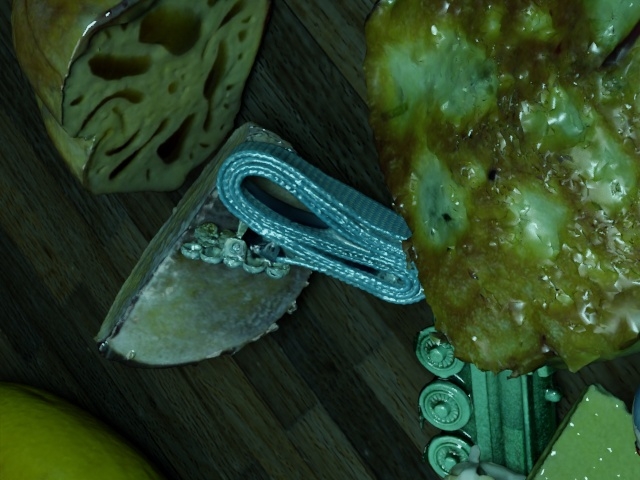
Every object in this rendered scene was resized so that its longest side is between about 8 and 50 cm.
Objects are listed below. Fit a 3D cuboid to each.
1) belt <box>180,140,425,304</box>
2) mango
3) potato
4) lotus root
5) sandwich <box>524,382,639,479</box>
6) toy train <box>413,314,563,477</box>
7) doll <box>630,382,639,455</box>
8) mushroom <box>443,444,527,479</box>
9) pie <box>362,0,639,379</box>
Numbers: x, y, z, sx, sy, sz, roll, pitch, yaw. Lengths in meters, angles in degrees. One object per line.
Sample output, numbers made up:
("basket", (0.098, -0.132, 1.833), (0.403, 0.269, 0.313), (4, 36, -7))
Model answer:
("belt", (-0.001, 0.002, 0.952), (0.179, 0.065, 0.100), (27, 112, 2))
("mango", (-0.273, 0.297, 1.316), (0.445, 0.220, 0.301), (34, 137, 40))
("potato", (-0.070, 0.003, 1.071), (0.120, 0.100, 0.261), (30, 120, -17))
("lotus root", (-0.165, -0.156, 0.981), (0.180, 0.199, 0.188), (40, 119, 24))
("sandwich", (0.161, 0.193, 0.801), (0.063, 0.245, 0.212), (81, -172, -76))
("toy train", (0.126, 0.110, 0.929), (0.111, 0.071, 0.170), (8, 118, 32))
("doll", (0.236, 0.092, 0.747), (0.114, 0.152, 0.085), (58, 145, 2))
("mushroom", (0.148, 0.257, 0.919), (0.099, 0.096, 0.278), (15, 136, 50))
("pie", (0.155, -0.092, 0.725), (0.288, 0.103, 0.355), (54, 127, 30))
